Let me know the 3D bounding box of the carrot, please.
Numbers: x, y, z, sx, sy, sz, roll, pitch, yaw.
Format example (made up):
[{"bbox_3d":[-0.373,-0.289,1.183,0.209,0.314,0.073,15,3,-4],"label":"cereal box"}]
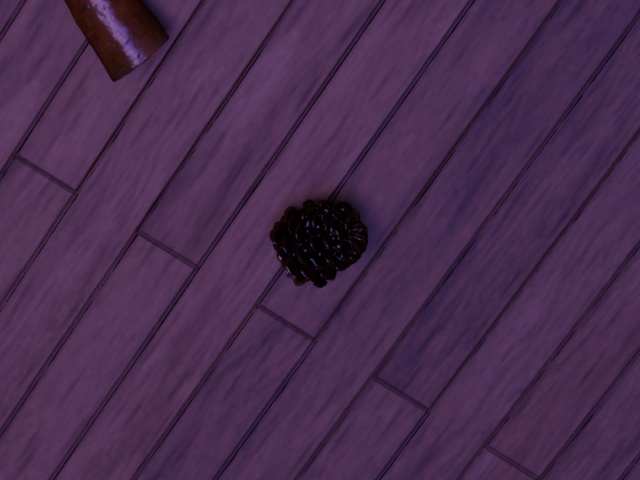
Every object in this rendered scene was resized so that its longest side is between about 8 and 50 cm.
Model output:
[{"bbox_3d":[-0.206,-0.232,1.468,0.061,0.061,0.209,-33,103,9],"label":"carrot"}]

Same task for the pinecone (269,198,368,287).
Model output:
[{"bbox_3d":[0.000,0.000,1.537,0.077,0.083,0.077,8,74,-30],"label":"pinecone"}]
